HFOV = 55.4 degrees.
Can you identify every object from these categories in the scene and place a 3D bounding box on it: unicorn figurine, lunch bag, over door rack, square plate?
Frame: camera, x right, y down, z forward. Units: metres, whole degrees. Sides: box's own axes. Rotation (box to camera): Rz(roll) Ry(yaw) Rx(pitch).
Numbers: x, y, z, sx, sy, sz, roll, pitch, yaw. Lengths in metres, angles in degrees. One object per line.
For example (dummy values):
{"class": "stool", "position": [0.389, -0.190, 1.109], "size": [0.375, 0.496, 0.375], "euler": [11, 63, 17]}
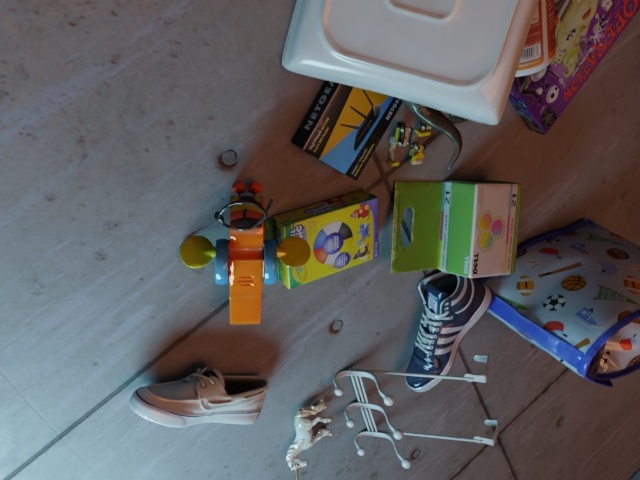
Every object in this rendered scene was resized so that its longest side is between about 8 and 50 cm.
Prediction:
{"class": "unicorn figurine", "position": [-0.026, 0.412, 1.284], "size": [0.111, 0.060, 0.162], "euler": [-17, 106, -25]}
{"class": "lunch bag", "position": [0.589, 0.147, 1.379], "size": [0.385, 0.328, 0.239], "euler": [-15, 123, -29]}
{"class": "over door rack", "position": [0.208, 0.368, 1.286], "size": [0.324, 0.108, 0.239], "euler": [-8, 127, 12]}
{"class": "square plate", "position": [0.146, -0.371, 0.865], "size": [0.347, 0.049, 0.344], "euler": [15, 108, -1]}

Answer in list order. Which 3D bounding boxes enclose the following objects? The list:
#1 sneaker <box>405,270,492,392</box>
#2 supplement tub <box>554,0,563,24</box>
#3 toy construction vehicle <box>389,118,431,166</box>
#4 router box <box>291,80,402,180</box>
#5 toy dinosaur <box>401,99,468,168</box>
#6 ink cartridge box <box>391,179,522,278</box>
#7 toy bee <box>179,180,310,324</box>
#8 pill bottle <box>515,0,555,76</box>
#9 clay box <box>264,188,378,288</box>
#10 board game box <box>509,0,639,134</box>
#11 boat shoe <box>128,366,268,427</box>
{"class": "sneaker", "position": [0.244, 0.186, 1.313], "size": [0.153, 0.099, 0.282], "euler": [35, 89, -41]}
{"class": "supplement tub", "position": [0.352, -0.457, 1.037], "size": [0.117, 0.117, 0.190], "euler": [-32, 127, -16]}
{"class": "toy construction vehicle", "position": [0.164, -0.186, 1.111], "size": [0.086, 0.035, 0.098], "euler": [-17, 126, -39]}
{"class": "router box", "position": [0.051, -0.206, 1.011], "size": [0.133, 0.046, 0.179], "euler": [24, 99, -40]}
{"class": "toy dinosaur", "position": [0.170, -0.272, 0.989], "size": [0.160, 0.121, 0.314], "euler": [6, 88, -36]}
{"class": "ink cartridge box", "position": [0.267, -0.022, 1.194], "size": [0.255, 0.097, 0.189], "euler": [-3, 100, -33]}
{"class": "toy bee", "position": [-0.105, -0.005, 0.957], "size": [0.195, 0.162, 0.298], "euler": [15, 137, -23]}
{"class": "pill bottle", "position": [0.304, -0.380, 0.960], "size": [0.121, 0.121, 0.216], "euler": [-31, 127, -17]}
{"class": "clay box", "position": [0.000, 0.000, 1.081], "size": [0.222, 0.053, 0.127], "euler": [-19, 123, -26]}
{"class": "board game box", "position": [0.495, -0.408, 1.207], "size": [0.347, 0.056, 0.208], "euler": [-54, 135, 1]}
{"class": "boat shoe", "position": [-0.200, 0.266, 1.061], "size": [0.267, 0.096, 0.088], "euler": [18, 99, -40]}
